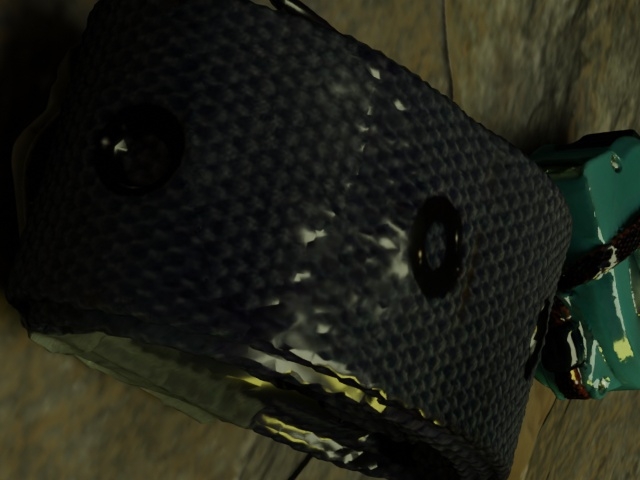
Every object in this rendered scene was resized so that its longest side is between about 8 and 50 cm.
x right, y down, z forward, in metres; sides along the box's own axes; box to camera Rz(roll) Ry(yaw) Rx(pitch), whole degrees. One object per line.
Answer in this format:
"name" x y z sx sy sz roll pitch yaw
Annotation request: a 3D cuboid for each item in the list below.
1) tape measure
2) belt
"tape measure" 0.134 0.013 0.801 0.146 0.081 0.125 -25 106 -57
"belt" 0.000 0.000 0.527 0.230 0.140 0.126 34 68 -57
